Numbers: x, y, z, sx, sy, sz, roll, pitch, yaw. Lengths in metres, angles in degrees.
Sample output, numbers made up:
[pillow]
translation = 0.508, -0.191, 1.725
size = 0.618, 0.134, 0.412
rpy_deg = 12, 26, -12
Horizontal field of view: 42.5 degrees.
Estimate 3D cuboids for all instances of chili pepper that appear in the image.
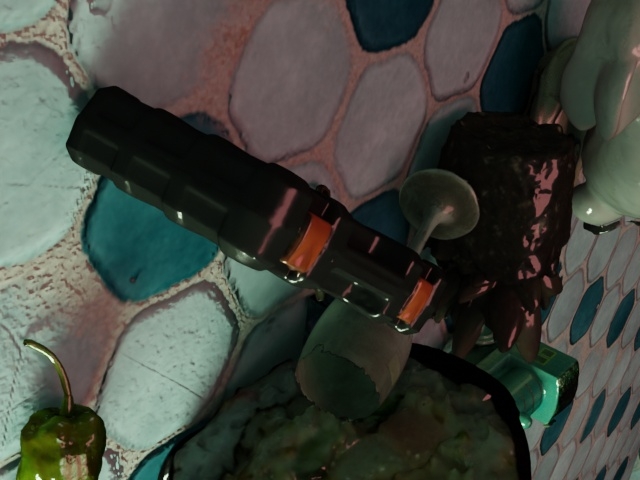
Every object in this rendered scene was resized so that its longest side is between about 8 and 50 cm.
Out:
[chili pepper]
translation = -0.207, 0.182, 0.651
size = 0.073, 0.072, 0.203
rpy_deg = 1, 110, -53

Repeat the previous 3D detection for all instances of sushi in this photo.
[sushi]
translation = 0.050, 0.295, 0.838
size = 0.329, 0.328, 0.285
rpy_deg = -44, 136, -30

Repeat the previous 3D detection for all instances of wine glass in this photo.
[wine glass]
translation = 0.147, 0.038, 0.798
size = 0.309, 0.264, 0.096
rpy_deg = -55, 130, -46

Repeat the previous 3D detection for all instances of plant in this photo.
[plant]
translation = 0.224, 0.002, 1.056
size = 0.194, 0.182, 0.320
rpy_deg = -34, 138, -47

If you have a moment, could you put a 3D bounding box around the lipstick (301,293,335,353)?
[lipstick]
translation = 0.002, 0.203, 0.985
size = 0.051, 0.051, 0.312
rpy_deg = -24, 130, -46

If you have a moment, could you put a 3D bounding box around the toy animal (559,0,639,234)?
[toy animal]
translation = 0.433, -0.184, 1.132
size = 0.258, 0.194, 0.357
rpy_deg = -38, 127, 0

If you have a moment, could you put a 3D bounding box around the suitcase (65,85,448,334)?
[suitcase]
translation = -0.036, -0.015, 0.642
size = 0.286, 0.206, 0.066
rpy_deg = 29, 90, -57

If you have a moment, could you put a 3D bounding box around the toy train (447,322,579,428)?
[toy train]
translation = 0.233, 0.223, 1.197
size = 0.298, 0.194, 0.120
rpy_deg = -25, 131, -45

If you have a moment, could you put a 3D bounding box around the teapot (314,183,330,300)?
[teapot]
translation = 0.000, 0.000, 0.836
size = 0.068, 0.076, 0.121
rpy_deg = 54, 36, -65

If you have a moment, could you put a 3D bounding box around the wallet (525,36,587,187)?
[wallet]
translation = 0.374, -0.162, 1.259
size = 0.275, 0.068, 0.335
rpy_deg = -10, 116, -52
